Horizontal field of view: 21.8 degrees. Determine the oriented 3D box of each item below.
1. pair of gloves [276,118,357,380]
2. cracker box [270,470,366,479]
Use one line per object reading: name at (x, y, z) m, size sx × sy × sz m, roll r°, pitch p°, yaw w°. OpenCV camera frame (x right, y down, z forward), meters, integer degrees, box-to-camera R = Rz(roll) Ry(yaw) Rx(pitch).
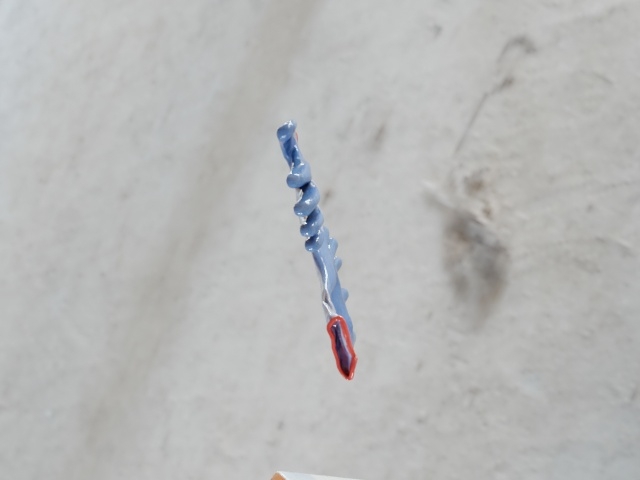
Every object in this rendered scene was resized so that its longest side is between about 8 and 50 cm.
pair of gloves at (0.000, 0.000, 1.209) m, size 0.159 × 0.023 × 0.198 m, roll -101°, pitch -3°, yaw -71°
cracker box at (0.062, 0.210, 0.969) m, size 0.156 × 0.232 × 0.067 m, roll 38°, pitch 97°, yaw 27°
